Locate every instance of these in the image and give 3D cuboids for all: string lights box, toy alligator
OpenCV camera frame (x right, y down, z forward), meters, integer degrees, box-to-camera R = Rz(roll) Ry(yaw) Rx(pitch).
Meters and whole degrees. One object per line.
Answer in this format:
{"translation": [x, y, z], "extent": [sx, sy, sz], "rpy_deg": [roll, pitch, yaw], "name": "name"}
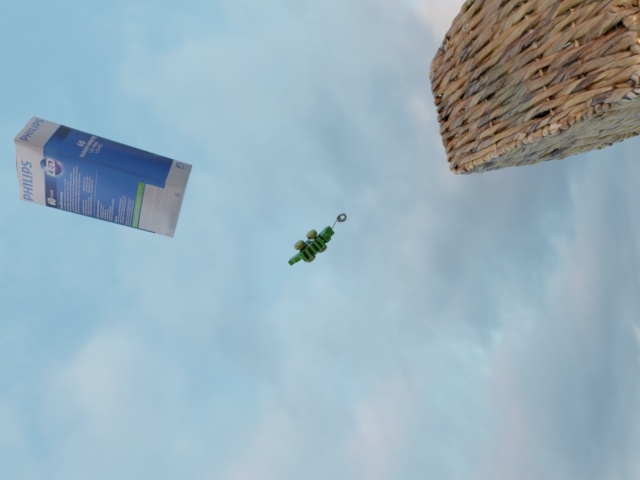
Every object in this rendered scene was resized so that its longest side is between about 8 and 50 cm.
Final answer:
{"translation": [-0.374, -0.103, 0.742], "extent": [0.259, 0.133, 0.077], "rpy_deg": [16, -137, -18], "name": "string lights box"}
{"translation": [0.000, 0.000, 1.025], "extent": [0.189, 0.051, 0.056], "rpy_deg": [-40, -66, -7], "name": "toy alligator"}

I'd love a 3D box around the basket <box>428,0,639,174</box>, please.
{"translation": [0.303, -0.221, 0.504], "extent": [0.223, 0.299, 0.214], "rpy_deg": [-10, -93, -16], "name": "basket"}
